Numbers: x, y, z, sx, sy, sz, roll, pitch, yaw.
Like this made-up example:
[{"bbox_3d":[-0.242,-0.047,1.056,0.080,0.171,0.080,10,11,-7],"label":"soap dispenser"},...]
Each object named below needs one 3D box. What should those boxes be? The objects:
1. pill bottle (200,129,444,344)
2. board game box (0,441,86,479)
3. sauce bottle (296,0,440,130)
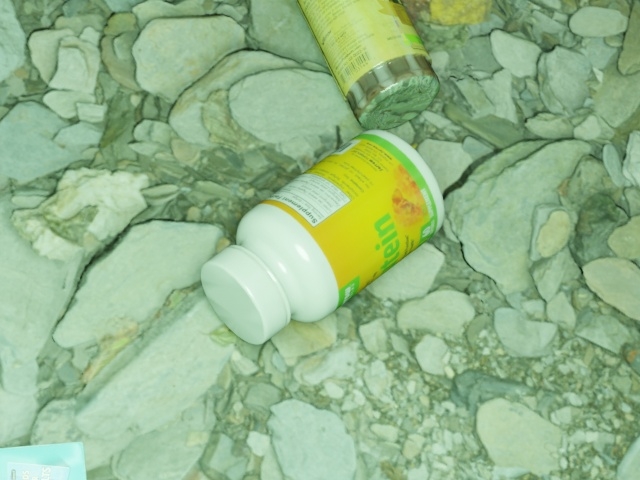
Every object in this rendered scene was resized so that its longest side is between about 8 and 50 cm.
[{"bbox_3d":[0.000,0.000,1.567,0.245,0.136,0.136,-36,76,-26],"label":"pill bottle"},{"bbox_3d":[-0.232,0.341,1.221,0.079,0.336,0.254,-2,63,-14],"label":"board game box"},{"bbox_3d":[0.023,-0.294,1.741,0.111,0.111,0.344,-17,70,-21],"label":"sauce bottle"}]
